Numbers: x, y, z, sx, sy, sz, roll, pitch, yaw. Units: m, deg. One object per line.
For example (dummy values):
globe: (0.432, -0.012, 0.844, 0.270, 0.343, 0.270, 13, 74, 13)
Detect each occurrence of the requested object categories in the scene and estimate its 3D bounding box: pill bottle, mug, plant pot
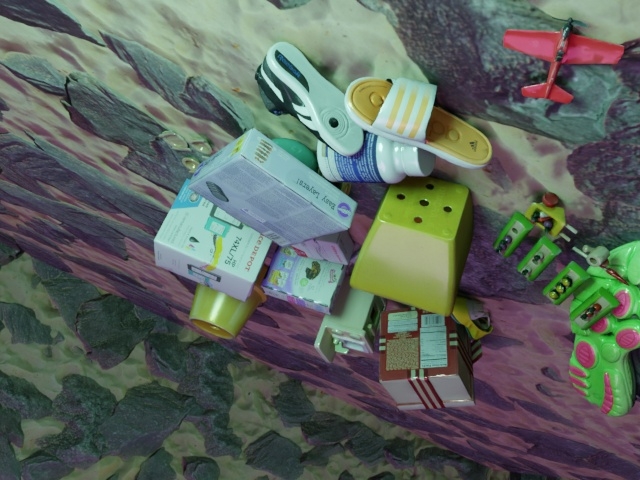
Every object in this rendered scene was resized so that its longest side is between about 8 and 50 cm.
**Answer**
pill bottle: (0.099, -0.155, 1.024, 0.187, 0.112, 0.112, 6, 151, 33)
mug: (-0.069, -0.142, 1.212, 0.130, 0.097, 0.157, 19, 157, 5)
plant pot: (-0.304, 0.183, 1.922, 0.254, 0.239, 0.254, 18, 156, 8)
plant pot: (0.190, -0.013, 1.156, 0.212, 0.212, 0.187, 16, 143, 13)

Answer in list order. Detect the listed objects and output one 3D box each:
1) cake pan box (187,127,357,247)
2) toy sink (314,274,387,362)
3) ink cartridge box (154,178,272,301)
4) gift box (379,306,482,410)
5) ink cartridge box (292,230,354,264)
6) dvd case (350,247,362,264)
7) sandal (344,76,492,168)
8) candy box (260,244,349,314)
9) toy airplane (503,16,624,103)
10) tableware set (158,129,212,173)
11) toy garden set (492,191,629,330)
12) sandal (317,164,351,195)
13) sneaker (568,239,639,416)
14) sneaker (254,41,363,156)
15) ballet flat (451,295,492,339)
cake pan box: (-0.094, -0.085, 1.148, 0.267, 0.070, 0.246, 33, 156, -23)
toy sink: (0.097, 0.242, 1.711, 0.131, 0.234, 0.152, 11, 153, 24)
ink cartridge box: (-0.274, 0.006, 1.573, 0.270, 0.198, 0.197, 23, 155, -4)
gift box: (0.321, 0.327, 1.697, 0.255, 0.276, 0.258, -5, 143, 23)
ink cartridge box: (0.000, 0.000, 1.493, 0.151, 0.063, 0.109, 9, 153, 25)
dvd case: (0.198, 0.050, 1.483, 0.180, 0.022, 0.253, 26, 156, -10)
sandal: (0.169, -0.196, 0.911, 0.265, 0.102, 0.076, 19, 156, -14)
candy box: (-0.038, 0.090, 1.590, 0.196, 0.164, 0.070, 17, 156, 13)
toy airplane: (0.311, -0.234, 0.781, 0.151, 0.028, 0.151, 17, 155, 8)
tableware set: (-0.288, -0.200, 1.371, 0.141, 0.020, 0.168, 7, 152, 30)
toy garden set: (0.441, 0.043, 1.089, 0.244, 0.049, 0.203, 46, 152, 19)
sandal: (0.039, -0.112, 1.205, 0.060, 0.090, 0.219, -4, 147, 15)
sneaker: (0.630, 0.160, 1.195, 0.185, 0.202, 0.482, 39, 153, 37)
sneaker: (-0.022, -0.222, 0.996, 0.217, 0.079, 0.121, 51, 155, -5)
ballet flat: (0.406, 0.199, 1.576, 0.077, 0.077, 0.231, -17, 143, 24)
